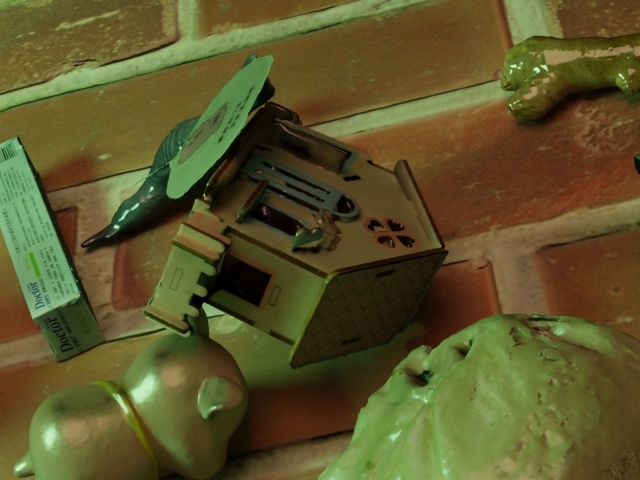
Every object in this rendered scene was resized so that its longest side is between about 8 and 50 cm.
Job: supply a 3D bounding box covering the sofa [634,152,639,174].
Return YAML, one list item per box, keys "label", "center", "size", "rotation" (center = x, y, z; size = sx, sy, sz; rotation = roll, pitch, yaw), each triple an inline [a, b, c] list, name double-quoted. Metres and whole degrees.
- label: "sofa"
  center: [0.449, -0.033, 1.390]
  size: [0.200, 0.182, 0.258]
  rotation: [-25, 43, -6]

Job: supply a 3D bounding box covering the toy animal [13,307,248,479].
- label: "toy animal"
  center: [-0.190, 0.186, 1.443]
  size: [0.248, 0.149, 0.165]
  rotation: [-33, 57, -1]

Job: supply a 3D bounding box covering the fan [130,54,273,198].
- label: "fan"
  center: [-0.143, -0.100, 1.538]
  size: [0.310, 0.010, 0.182]
  rotation: [-27, 33, 55]

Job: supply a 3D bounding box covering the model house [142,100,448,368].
- label: "model house"
  center: [0.000, 0.000, 1.473]
  size: [0.244, 0.169, 0.326]
  rotation: [28, 31, 3]

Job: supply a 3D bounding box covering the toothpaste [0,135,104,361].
- label: "toothpaste"
  center: [-0.338, 0.002, 1.724]
  size: [0.067, 0.081, 0.336]
  rotation: [-26, 43, -5]

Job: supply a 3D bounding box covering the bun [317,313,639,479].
- label: "bun"
  center: [0.142, 0.196, 1.169]
  size: [0.362, 0.234, 0.326]
  rotation: [-29, 6, -7]

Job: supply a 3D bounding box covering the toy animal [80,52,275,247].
- label: "toy animal"
  center: [-0.127, -0.119, 1.713]
  size: [0.367, 0.081, 0.206]
  rotation: [-40, 1, 37]

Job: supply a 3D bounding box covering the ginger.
- label: "ginger"
  center: [0.357, -0.218, 1.698]
  size: [0.299, 0.065, 0.118]
  rotation: [-13, 57, 9]
